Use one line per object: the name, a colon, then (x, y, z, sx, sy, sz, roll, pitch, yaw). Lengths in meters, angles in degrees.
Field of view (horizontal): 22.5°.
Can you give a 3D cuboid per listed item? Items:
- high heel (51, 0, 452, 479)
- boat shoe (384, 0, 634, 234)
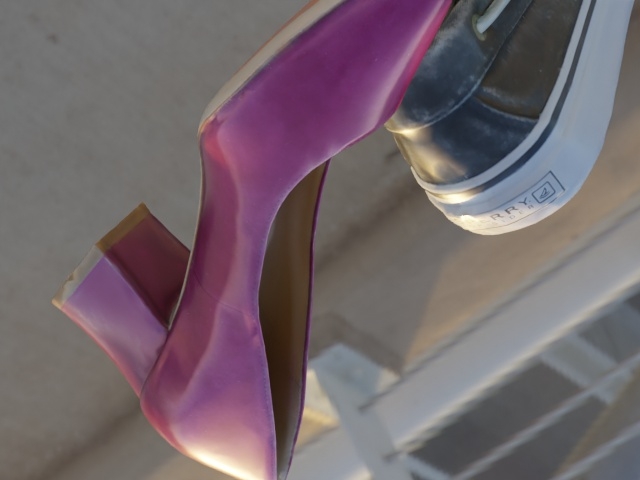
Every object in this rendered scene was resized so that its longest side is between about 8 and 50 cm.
high heel: (0.000, 0.000, 0.557, 0.117, 0.082, 0.244, 44, 127, -2)
boat shoe: (0.090, -0.160, 0.768, 0.121, 0.335, 0.119, -20, 130, 29)
